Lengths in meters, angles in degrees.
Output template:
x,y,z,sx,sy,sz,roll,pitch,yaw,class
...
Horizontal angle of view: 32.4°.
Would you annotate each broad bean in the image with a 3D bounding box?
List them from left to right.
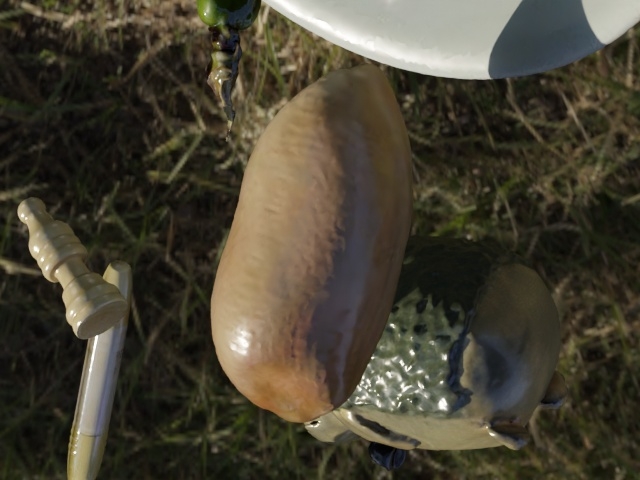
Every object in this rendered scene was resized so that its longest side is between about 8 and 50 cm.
x,y,z,sx,sy,sz,roll,pitch,yaw,class
-0.042,-0.225,0.729,0.056,0.318,0.098,13,152,-2,broad bean

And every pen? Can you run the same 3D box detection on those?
x,y,z,sx,sy,sz,roll,pitch,yaw,class
-0.187,0.116,0.931,0.032,0.040,0.233,6,117,-19,pen

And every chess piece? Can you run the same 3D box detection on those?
x,y,z,sx,sy,sz,roll,pitch,yaw,class
-0.150,0.011,0.642,0.035,0.092,0.035,-32,159,-14,chess piece

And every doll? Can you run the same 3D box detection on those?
x,y,z,sx,sy,sz,roll,pitch,yaw,class
0.069,0.111,1.113,0.350,0.247,0.247,7,138,31,doll

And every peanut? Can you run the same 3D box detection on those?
x,y,z,sx,sy,sz,roll,pitch,yaw,class
0.000,0.000,0.458,0.076,0.076,0.152,13,93,-16,peanut

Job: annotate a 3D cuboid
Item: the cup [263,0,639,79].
x,y,z,sx,sy,sz,roll,pitch,yaw,class
0.038,-0.249,0.449,0.347,0.163,0.347,33,154,18,cup
